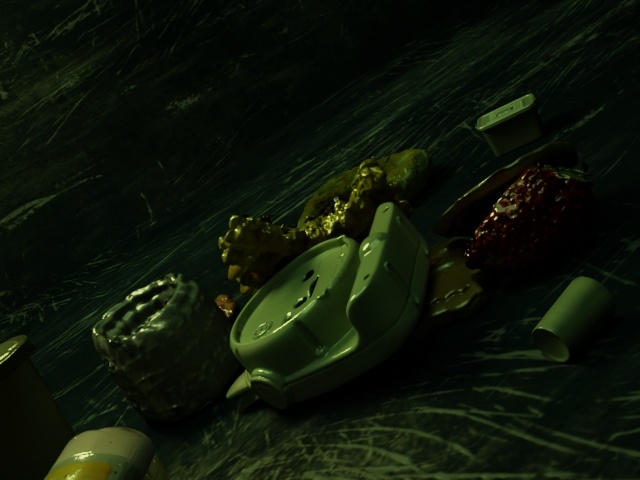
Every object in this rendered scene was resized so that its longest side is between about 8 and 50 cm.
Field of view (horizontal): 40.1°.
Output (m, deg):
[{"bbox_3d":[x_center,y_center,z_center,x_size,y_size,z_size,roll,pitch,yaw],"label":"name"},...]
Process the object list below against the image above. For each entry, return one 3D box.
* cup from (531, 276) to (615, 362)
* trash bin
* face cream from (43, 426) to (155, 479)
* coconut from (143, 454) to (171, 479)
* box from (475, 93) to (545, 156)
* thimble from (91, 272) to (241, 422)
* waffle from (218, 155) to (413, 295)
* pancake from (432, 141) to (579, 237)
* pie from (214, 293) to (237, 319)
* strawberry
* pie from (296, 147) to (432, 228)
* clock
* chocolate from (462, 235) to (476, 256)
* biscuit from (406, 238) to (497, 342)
[{"bbox_3d":[0.261,0.084,0.933,0.083,0.054,0.075,-41,20,-25],"label":"cup"},{"bbox_3d":[-0.427,0.291,1.170,0.220,0.250,0.219,-41,19,-32],"label":"trash bin"},{"bbox_3d":[-0.249,0.283,0.861,0.107,0.073,0.269,-7,20,10],"label":"face cream"},{"bbox_3d":[-0.237,0.313,1.029,0.122,0.116,0.116,-31,16,-1],"label":"coconut"},{"bbox_3d":[0.354,-0.211,1.616,0.122,0.069,0.084,-24,16,20],"label":"box"},{"bbox_3d":[-0.242,0.165,1.366,0.205,0.172,0.236,-31,18,10],"label":"thimble"},{"bbox_3d":[0.000,0.000,1.324,0.293,0.259,0.069,-20,55,1],"label":"waffle"},{"bbox_3d":[0.256,-0.064,1.219,0.212,0.029,0.235,-21,-20,-17],"label":"pancake"},{"bbox_3d":[-0.193,0.138,1.600,0.092,0.034,0.170,-36,16,-4],"label":"pie"},{"bbox_3d":[0.281,-0.024,1.122,0.192,0.140,0.085,-21,49,-32],"label":"strawberry"},{"bbox_3d":[0.077,-0.088,1.739,0.323,0.070,0.323,-29,17,10],"label":"pie"},{"bbox_3d":[-0.007,0.102,1.193,0.324,0.108,0.265,-32,19,26],"label":"clock"},{"bbox_3d":[0.268,-0.032,1.207,0.182,0.028,0.086,-24,-22,-26],"label":"chocolate"},{"bbox_3d":[0.157,0.058,1.225,0.184,0.035,0.249,-26,16,16],"label":"biscuit"}]
